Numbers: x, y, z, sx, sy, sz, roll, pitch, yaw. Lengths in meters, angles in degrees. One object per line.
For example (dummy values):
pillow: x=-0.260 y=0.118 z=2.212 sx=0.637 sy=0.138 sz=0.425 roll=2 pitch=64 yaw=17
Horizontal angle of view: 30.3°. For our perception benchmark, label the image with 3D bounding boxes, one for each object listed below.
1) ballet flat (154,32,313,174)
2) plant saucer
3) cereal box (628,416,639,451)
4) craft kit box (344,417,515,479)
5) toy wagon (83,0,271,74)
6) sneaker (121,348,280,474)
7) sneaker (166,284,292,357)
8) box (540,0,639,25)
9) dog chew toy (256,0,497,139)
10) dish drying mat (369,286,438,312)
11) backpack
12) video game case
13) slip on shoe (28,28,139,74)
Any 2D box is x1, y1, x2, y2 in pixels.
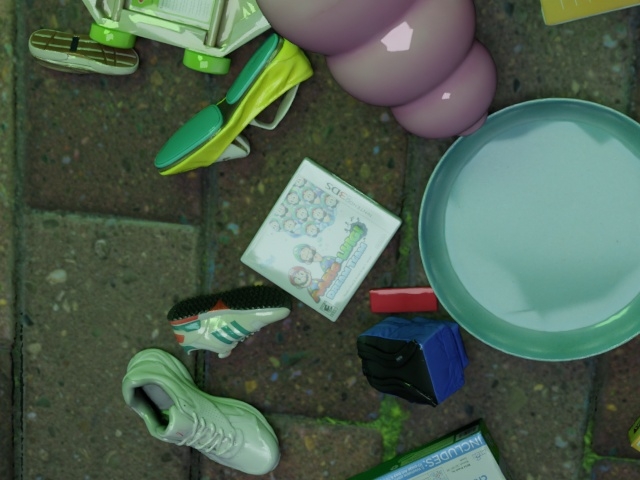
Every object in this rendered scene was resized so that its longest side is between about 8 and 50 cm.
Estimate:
ballet flat: x=-0.098 y=-0.145 z=1.419 sx=0.077 sy=0.077 sz=0.231 roll=37 pitch=106 yaw=-28
plant saucer: x=0.276 y=-0.013 z=1.404 sx=0.318 sy=0.043 sz=0.317 roll=2 pitch=105 yaw=8
cereal box: x=0.521 y=0.239 z=1.424 sx=0.240 sy=0.047 sz=0.173 roll=32 pitch=106 yaw=0
craft kit box: x=0.153 y=0.388 z=1.516 sx=0.250 sy=0.061 sz=0.246 roll=-26 pitch=96 yaw=14
toy wagon: x=-0.199 y=-0.355 z=1.382 sx=0.344 sy=0.068 sz=0.267 roll=16 pitch=105 yaw=5
sneaker: x=-0.159 y=0.235 z=1.493 sx=0.232 sy=0.115 sz=0.090 roll=31 pitch=106 yaw=0
sneaker: x=-0.109 y=0.107 z=1.493 sx=0.161 sy=0.057 sz=0.075 roll=-9 pitch=119 yaw=10
box: x=0.378 y=-0.361 z=1.156 sx=0.345 sy=0.168 sz=0.215 roll=-7 pitch=105 yaw=45
dog chew toy: x=0.075 y=-0.243 z=1.296 sx=0.207 sy=0.206 sz=0.332 roll=-36 pitch=115 yaw=15
dish drying mat: x=0.103 y=0.074 z=1.470 sx=0.083 sy=0.008 sz=0.032 roll=-3 pitch=103 yaw=9
backpack: x=0.112 y=0.142 z=1.438 sx=0.120 sy=0.101 sz=0.098 roll=0 pitch=110 yaw=45
video game case: x=0.000 y=0.000 z=1.462 sx=0.143 sy=0.019 sz=0.157 roll=33 pitch=106 yaw=0
slip on shoe: x=-0.288 y=-0.222 z=1.443 sx=0.135 sy=0.051 sz=0.041 roll=8 pitch=145 yaw=-1
